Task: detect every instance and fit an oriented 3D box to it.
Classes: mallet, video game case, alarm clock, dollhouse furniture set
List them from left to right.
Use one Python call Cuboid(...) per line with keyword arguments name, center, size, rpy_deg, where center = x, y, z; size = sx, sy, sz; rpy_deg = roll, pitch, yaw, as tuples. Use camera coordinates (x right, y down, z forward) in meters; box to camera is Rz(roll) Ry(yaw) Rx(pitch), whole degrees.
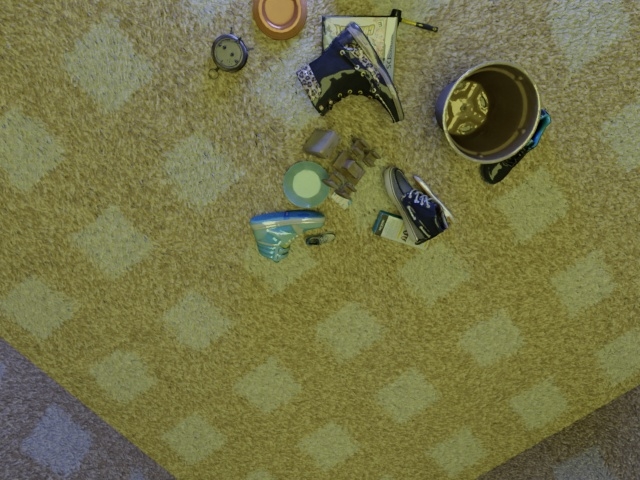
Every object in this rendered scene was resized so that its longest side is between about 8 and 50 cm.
Cuboid(name="alarm clock", center=(-0.349, -0.675, 1.626), size=(0.129, 0.064, 0.192), rpy_deg=(40, 107, -15))
Cuboid(name="dollhouse furniture set", center=(0.069, -0.319, 1.736), size=(0.242, 0.161, 0.212), rpy_deg=(38, 86, -31))
Cuboid(name="video game case", center=(0.141, -0.695, 1.630), size=(0.274, 0.035, 0.249), rpy_deg=(0, 119, -1))
Cuboid(name="mallet", center=(0.342, -0.793, 1.627), size=(0.189, 0.039, 0.063), rpy_deg=(16, 111, -13))

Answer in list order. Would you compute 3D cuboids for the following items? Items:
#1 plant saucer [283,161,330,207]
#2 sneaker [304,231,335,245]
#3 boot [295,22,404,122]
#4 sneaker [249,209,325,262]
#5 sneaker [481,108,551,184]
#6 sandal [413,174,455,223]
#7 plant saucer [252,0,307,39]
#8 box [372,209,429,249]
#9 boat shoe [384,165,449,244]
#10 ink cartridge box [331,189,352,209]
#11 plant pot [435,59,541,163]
Cuboid(name="plant saucer", center=(-0.057, -0.232, 1.815), size=(0.194, 0.037, 0.195), rpy_deg=(-1, 110, -2))
Cuboid(name="sneaker", center=(0.000, 0.000, 1.893), size=(0.135, 0.058, 0.052), rpy_deg=(-12, 111, 1))
Cuboid(name="boot", center=(0.114, -0.548, 1.612), size=(0.284, 0.138, 0.378), rpy_deg=(-30, 111, 14))
Cuboid(name="sneaker", center=(-0.126, -0.013, 1.850), size=(0.318, 0.127, 0.209), rpy_deg=(-4, 109, 9))
Cuboid(name="sneaker", center=(0.767, -0.372, 1.744), size=(0.124, 0.140, 0.341), rpy_deg=(24, 109, -13))
Cuboid(name="sandal", center=(0.457, -0.157, 1.839), size=(0.076, 0.102, 0.265), rpy_deg=(-42, 98, 14))
Cuboid(name="plant saucer", center=(-0.146, -0.833, 1.587), size=(0.199, 0.037, 0.200), rpy_deg=(-1, 110, -2))
Cuboid(name="box", center=(0.354, -0.044, 1.890), size=(0.244, 0.060, 0.101), rpy_deg=(17, 108, -9))
Cuboid(name="boat shoe", center=(0.390, -0.159, 1.760), size=(0.158, 0.127, 0.341), rpy_deg=(-21, 99, 46))
Cuboid(name="ink cartridge box", center=(0.087, -0.176, 1.846), size=(0.083, 0.028, 0.048), rpy_deg=(41, 104, -16))
Cuboid(name="plant pot", center=(0.566, -0.473, 1.609), size=(0.333, 0.305, 0.335), rpy_deg=(-1, 110, -2))
